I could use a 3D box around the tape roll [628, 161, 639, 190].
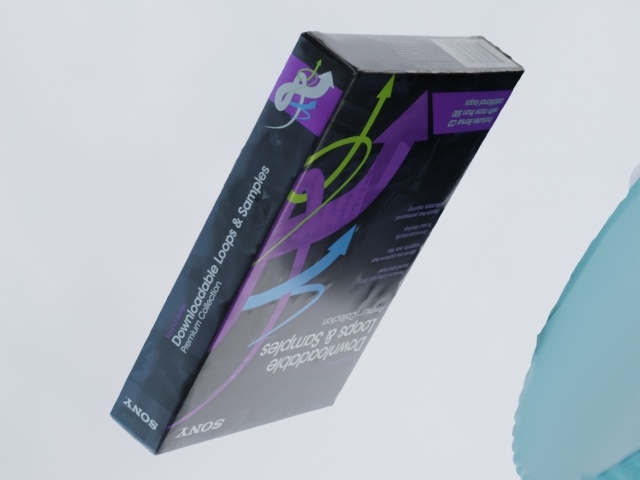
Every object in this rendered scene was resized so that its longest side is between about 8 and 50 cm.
[{"bbox_3d":[0.326,-0.008,1.085,0.246,0.169,0.246,36,-154,-21],"label":"tape roll"}]

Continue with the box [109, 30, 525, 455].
[{"bbox_3d":[0.000,0.000,0.668,0.029,0.162,0.116,41,-154,24],"label":"box"}]

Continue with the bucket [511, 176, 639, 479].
[{"bbox_3d":[0.220,0.050,0.740,0.183,0.281,0.281,35,-116,-10],"label":"bucket"}]
